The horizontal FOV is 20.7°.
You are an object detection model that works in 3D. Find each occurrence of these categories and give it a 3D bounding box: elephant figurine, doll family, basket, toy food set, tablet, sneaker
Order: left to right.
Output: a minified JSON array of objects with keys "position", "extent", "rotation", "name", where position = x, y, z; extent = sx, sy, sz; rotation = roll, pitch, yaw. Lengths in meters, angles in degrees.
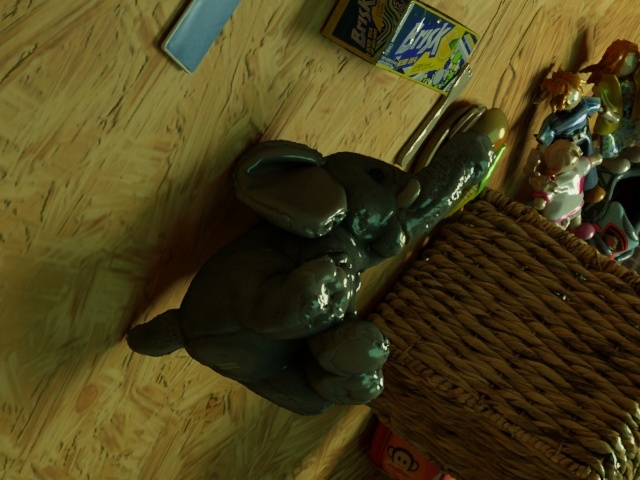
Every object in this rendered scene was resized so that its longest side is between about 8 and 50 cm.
[{"position":[-0.072,-0.151,1.139],"extent":[0.083,0.006,0.054],"rotation":[-57,159,-4],"name":"tablet"},{"position":[0.000,0.000,1.327],"extent":[0.169,0.186,0.239],"rotation":[-31,-145,48],"name":"elephant figurine"},{"position":[0.131,-0.074,1.647],"extent":[0.132,0.038,0.192],"rotation":[-54,159,-9],"name":"toy food set"},{"position":[0.214,0.134,1.755],"extent":[0.223,0.299,0.213],"rotation":[-49,156,-23],"name":"basket"},{"position":[0.280,-0.011,1.898],"extent":[0.262,0.125,0.104],"rotation":[-46,117,-21],"name":"sneaker"},{"position":[0.285,-0.118,1.831],"extent":[0.263,0.118,0.163],"rotation":[-34,136,-24],"name":"doll family"}]

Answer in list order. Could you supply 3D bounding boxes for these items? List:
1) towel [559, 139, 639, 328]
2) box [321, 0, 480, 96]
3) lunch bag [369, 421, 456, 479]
[{"position":[0.378,0.030,2.072],"extent":[0.121,0.235,0.283],"rotation":[-15,134,-52],"name":"towel"},{"position":[0.065,-0.160,1.361],"extent":[0.059,0.054,0.169],"rotation":[-61,159,9],"name":"box"},{"position":[0.185,0.184,2.014],"extent":[0.258,0.120,0.293],"rotation":[-57,159,-3],"name":"lunch bag"}]
